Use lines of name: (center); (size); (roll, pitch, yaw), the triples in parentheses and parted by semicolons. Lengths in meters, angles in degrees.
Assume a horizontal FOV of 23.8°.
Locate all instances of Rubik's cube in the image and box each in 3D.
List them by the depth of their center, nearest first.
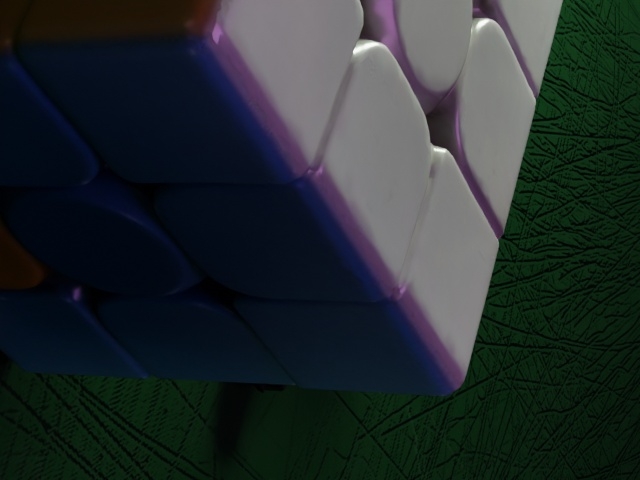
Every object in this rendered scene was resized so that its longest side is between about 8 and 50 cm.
Rubik's cube: (-0.070, -0.114, 0.791); (0.290, 0.291, 0.291); (54, 47, -46)

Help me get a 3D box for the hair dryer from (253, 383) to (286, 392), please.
hair dryer: (0.000, 0.000, 1.150); (0.251, 0.089, 0.197); (-64, 146, -20)
